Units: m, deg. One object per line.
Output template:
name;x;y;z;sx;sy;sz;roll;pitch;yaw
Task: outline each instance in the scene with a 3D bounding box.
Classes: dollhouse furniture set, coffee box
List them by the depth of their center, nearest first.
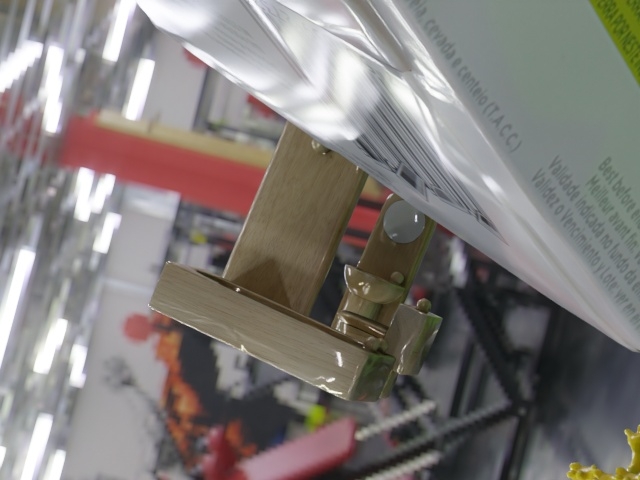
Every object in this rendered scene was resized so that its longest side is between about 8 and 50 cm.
coffee box;0.044;-0.236;0.542;0.334;0.338;0.337;-47;43;-5
dollhouse furniture set;0.000;0.000;0.884;0.123;0.144;0.151;-67;-19;2

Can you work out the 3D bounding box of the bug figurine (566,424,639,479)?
bug figurine;0.294;0.160;1.070;0.279;0.216;0.072;-19;-68;-41
